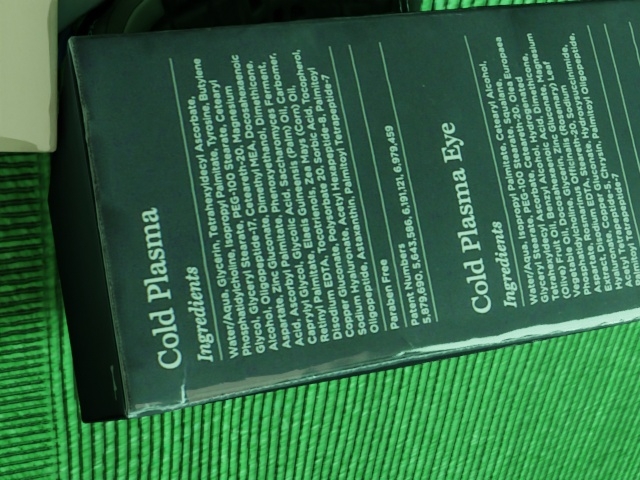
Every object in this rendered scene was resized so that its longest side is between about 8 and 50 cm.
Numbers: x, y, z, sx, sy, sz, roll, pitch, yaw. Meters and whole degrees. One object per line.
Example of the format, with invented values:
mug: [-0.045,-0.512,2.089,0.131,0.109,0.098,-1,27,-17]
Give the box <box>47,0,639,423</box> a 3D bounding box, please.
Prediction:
box: [0.000,0.000,0.631,0.312,0.179,0.343,-9,172,-19]

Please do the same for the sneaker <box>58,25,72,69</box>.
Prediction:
sneaker: [-0.189,-0.159,0.624,0.078,0.067,0.188,13,114,-25]

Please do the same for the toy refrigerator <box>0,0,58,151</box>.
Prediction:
toy refrigerator: [-0.180,-0.186,0.494,0.094,0.102,0.269,0,107,-17]

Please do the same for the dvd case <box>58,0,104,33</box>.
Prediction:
dvd case: [-0.146,-0.232,0.558,0.253,0.022,0.180,-36,115,-4]

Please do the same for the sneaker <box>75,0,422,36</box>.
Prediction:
sneaker: [-0.041,-0.168,0.664,0.267,0.106,0.101,-25,115,-31]
